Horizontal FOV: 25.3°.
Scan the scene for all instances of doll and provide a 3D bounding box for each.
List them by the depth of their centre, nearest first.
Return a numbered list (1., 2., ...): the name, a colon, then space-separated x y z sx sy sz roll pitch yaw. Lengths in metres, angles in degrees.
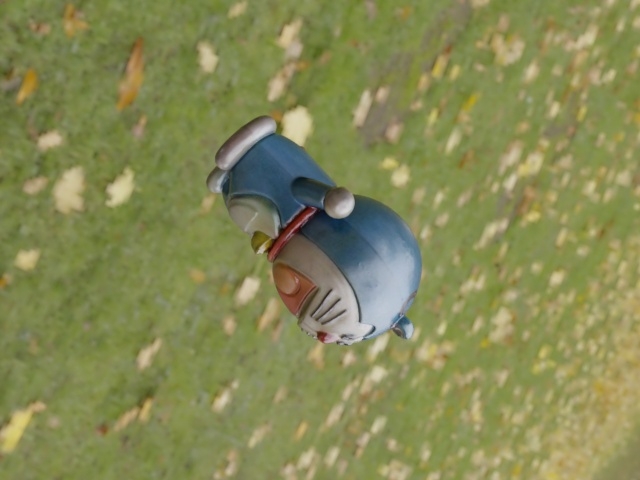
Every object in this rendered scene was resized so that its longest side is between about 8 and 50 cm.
1. doll: 0.000 0.000 0.817 0.085 0.152 0.114 -40 174 -23
